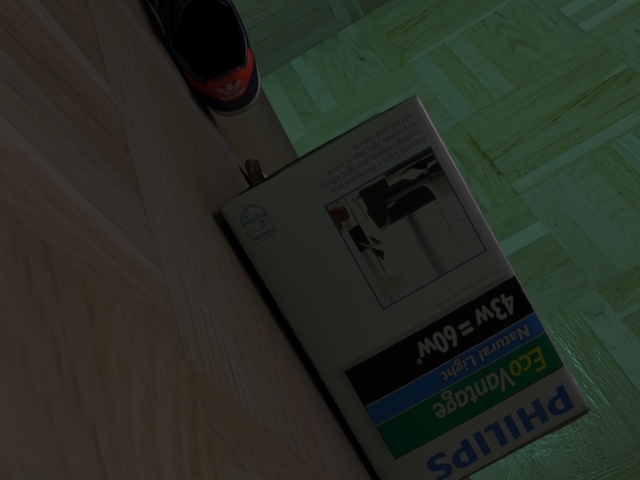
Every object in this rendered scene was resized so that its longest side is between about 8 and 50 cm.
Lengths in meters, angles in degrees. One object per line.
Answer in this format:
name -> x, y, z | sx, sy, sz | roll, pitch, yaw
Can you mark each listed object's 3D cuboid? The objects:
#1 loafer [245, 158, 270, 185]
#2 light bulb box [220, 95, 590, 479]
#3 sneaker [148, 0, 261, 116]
loafer -> -0.066, -0.072, 1.147 | 0.148, 0.050, 0.056 | 57, 5, -37
light bulb box -> 0.084, 0.048, 0.887 | 0.361, 0.225, 0.358 | 60, 3, -6
sneaker -> -0.189, -0.356, 1.082 | 0.350, 0.131, 0.148 | 60, -1, 4
